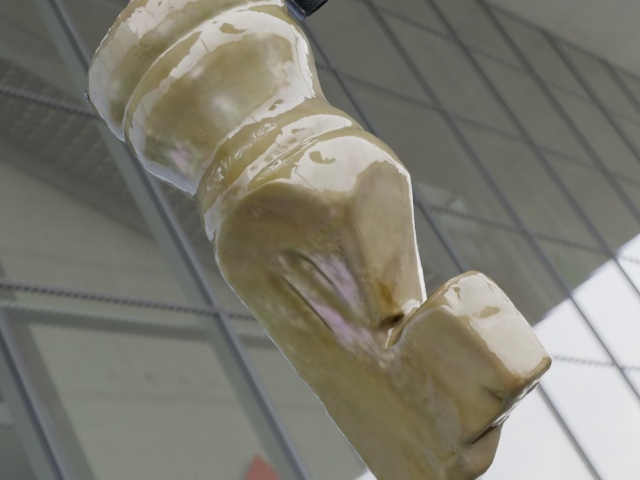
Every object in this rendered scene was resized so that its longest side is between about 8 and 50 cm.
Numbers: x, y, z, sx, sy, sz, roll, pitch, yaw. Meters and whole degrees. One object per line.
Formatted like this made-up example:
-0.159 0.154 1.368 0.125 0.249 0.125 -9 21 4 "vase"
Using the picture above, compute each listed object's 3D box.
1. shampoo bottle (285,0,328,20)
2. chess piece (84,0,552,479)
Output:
-0.070 -0.217 0.810 0.072 0.072 0.214 -41 -73 18 "shampoo bottle"
0.000 0.000 0.744 0.137 0.301 0.137 -32 -17 -11 "chess piece"
